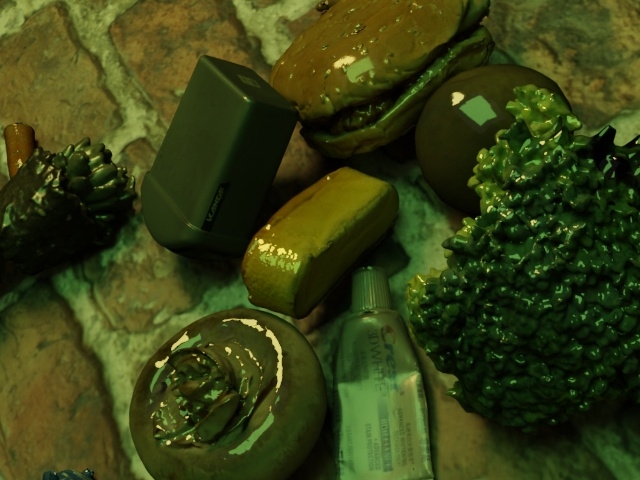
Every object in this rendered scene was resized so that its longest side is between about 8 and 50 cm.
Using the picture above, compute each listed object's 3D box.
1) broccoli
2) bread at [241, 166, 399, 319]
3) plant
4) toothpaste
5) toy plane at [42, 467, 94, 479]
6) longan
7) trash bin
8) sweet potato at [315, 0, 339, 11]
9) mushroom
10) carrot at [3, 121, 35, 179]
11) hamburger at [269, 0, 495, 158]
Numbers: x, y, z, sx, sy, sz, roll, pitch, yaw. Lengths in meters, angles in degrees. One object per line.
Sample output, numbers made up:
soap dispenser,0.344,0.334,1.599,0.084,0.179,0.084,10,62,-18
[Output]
broccoli,0.256,0.034,1.190,0.293,0.347,0.281,26,27,-4
bread,0.000,0.000,1.352,0.094,0.102,0.245,19,40,26
plant,-0.349,-0.050,1.563,0.194,0.132,0.129,-38,53,1
toothpaste,0.060,0.159,1.284,0.099,0.068,0.282,-29,51,39
toy plane,-0.259,0.296,1.333,0.167,0.054,0.062,16,39,33
longan,0.200,-0.120,1.345,0.189,0.189,0.189,-12,53,16
trash bin,-0.131,-0.092,1.449,0.176,0.101,0.236,48,119,50
sweet potato,0.092,-0.361,1.634,0.226,0.068,0.068,-9,54,19
mushroom,-0.106,0.174,1.266,0.226,0.178,0.226,-19,48,23
carrot,-0.436,-0.112,1.701,0.048,0.048,0.139,-23,52,7
hamburger,0.074,-0.235,1.465,0.283,0.144,0.259,-40,23,-21
